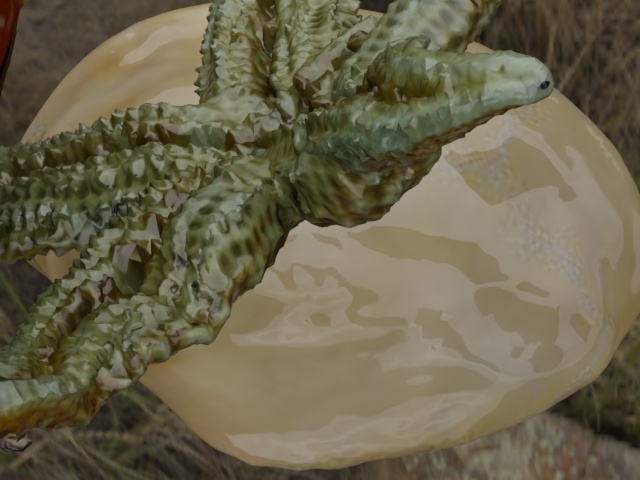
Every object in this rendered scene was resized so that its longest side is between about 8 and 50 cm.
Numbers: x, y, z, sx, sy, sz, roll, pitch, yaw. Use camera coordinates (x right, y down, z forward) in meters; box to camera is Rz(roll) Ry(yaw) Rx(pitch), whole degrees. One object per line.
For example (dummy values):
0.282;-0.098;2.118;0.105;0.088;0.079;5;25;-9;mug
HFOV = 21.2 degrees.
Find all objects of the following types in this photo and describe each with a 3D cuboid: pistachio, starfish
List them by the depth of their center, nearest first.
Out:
-0.005;-0.051;0.572;0.357;0.078;0.347;-33;19;-8;starfish
0.000;0.000;0.869;0.321;0.229;0.238;11;89;1;pistachio

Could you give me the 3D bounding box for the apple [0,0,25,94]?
-0.281;-0.110;0.491;0.400;0.400;0.334;-11;98;2;apple
